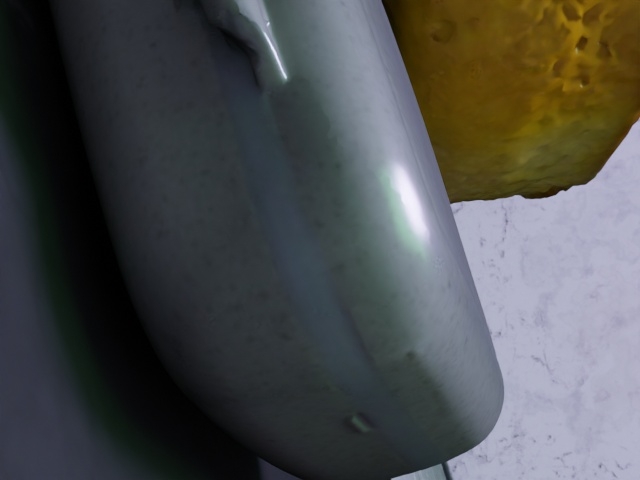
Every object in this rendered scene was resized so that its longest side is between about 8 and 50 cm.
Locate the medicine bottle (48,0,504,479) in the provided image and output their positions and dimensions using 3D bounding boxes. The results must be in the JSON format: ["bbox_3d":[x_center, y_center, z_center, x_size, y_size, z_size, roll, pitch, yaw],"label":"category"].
[{"bbox_3d":[-0.030,-0.085,0.513,0.282,0.123,0.375,53,17,-63],"label":"medicine bottle"}]

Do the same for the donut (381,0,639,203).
[{"bbox_3d":[0.057,-0.191,0.763,0.435,0.163,0.378,-144,-139,-62],"label":"donut"}]
